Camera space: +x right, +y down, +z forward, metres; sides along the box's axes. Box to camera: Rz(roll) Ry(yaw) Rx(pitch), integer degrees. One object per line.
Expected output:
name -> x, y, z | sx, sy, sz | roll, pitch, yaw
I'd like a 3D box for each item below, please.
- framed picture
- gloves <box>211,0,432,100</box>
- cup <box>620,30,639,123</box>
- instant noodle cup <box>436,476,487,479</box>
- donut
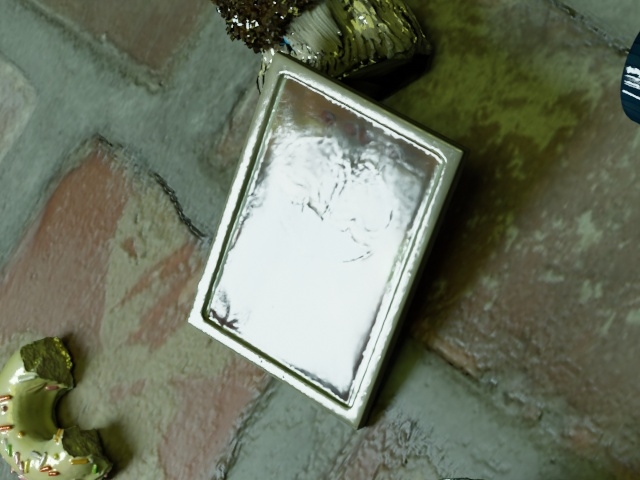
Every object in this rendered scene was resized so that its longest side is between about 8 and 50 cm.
framed picture -> 0.000, 0.000, 1.719 | 0.211, 0.020, 0.289 | 30, 115, 25
gloves -> -0.038, -0.259, 1.778 | 0.210, 0.135, 0.312 | -26, 89, 47
cup -> 0.342, -0.131, 1.552 | 0.138, 0.150, 0.113 | 28, 131, 34
instant noodle cup -> 0.132, 0.316, 1.543 | 0.193, 0.193, 0.212 | -3, 63, 32
donut -> -0.285, 0.187, 1.896 | 0.108, 0.065, 0.166 | -38, 64, 22
